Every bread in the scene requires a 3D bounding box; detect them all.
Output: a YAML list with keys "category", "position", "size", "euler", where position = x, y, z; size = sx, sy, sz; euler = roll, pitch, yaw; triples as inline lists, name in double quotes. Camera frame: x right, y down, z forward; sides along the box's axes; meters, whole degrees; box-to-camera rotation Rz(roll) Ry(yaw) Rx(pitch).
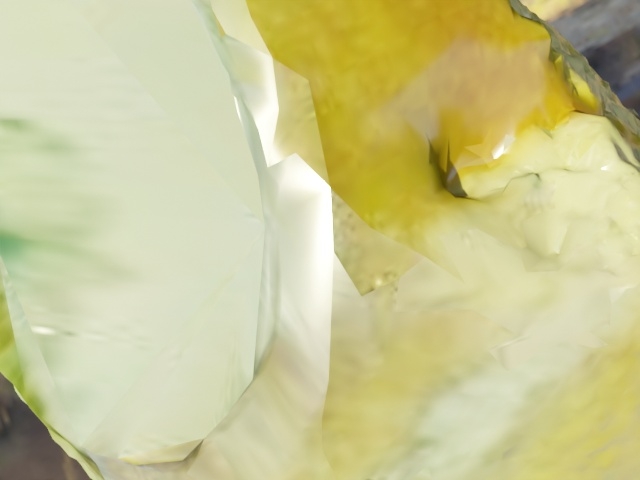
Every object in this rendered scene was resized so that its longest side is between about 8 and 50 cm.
- category: "bread"
  position: [0.004, 0.005, 0.544]
  size: [0.239, 0.395, 0.264]
  euler: [-50, 159, 11]
